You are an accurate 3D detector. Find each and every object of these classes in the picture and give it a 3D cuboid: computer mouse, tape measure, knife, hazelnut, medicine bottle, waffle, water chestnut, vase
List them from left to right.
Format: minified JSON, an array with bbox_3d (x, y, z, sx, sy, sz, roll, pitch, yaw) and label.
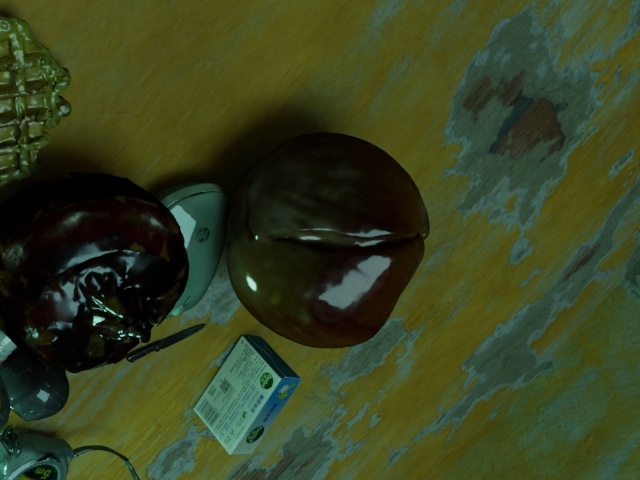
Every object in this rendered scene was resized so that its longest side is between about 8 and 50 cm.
[{"bbox_3d":[-0.429,-0.157,1.011,0.291,0.051,0.291,-28,140,-26],"label":"waffle"},{"bbox_3d":[-0.491,0.163,1.250,0.089,0.057,0.057,-48,146,-2],"label":"medicine bottle"},{"bbox_3d":[-0.418,0.188,1.320,0.183,0.120,0.120,-52,149,-22],"label":"vase"},{"bbox_3d":[-0.461,0.417,1.505,0.164,0.084,0.330,-48,145,3],"label":"tape measure"},{"bbox_3d":[-0.306,0.056,1.155,0.300,0.300,0.300,-29,141,-26],"label":"water chestnut"},{"bbox_3d":[-0.278,0.186,1.549,0.170,0.010,0.023,-23,138,-35],"label":"knife"},{"bbox_3d":[-0.223,0.031,1.386,0.159,0.097,0.288,-19,135,-40],"label":"computer mouse"},{"bbox_3d":[0.000,0.000,1.410,0.372,0.315,0.372,-10,105,-43],"label":"hazelnut"}]

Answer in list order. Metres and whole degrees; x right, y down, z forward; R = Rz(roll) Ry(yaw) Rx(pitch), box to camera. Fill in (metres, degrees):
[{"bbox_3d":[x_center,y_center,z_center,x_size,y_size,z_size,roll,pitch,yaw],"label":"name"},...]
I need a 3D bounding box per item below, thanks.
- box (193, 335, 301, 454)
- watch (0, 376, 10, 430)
[{"bbox_3d":[-0.147,0.307,1.698,0.073,0.139,0.194,17,110,-54],"label":"box"},{"bbox_3d":[-0.576,0.220,1.096,0.274,0.241,0.305,-34,145,8],"label":"watch"}]
